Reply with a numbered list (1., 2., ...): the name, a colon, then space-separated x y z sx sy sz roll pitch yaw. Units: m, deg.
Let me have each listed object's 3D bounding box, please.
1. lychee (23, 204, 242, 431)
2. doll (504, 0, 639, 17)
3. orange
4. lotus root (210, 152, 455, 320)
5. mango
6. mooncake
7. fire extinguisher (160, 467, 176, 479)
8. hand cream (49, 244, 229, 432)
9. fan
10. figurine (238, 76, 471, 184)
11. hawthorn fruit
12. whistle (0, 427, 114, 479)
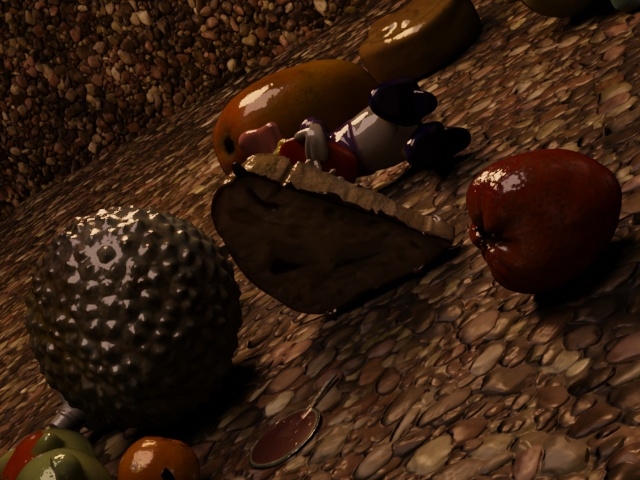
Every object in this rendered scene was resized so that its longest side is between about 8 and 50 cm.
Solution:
1. lychee: -0.217 0.091 1.291 0.255 0.255 0.274 -30 32 15
2. doll: 0.409 -0.432 1.720 0.177 0.161 0.260 -44 21 -25
3. orange: -0.158 0.227 1.091 0.083 0.083 0.070 -165 85 -69
4. lotus root: 0.000 0.000 1.268 0.170 0.260 0.074 -62 4 24
5. mango: -0.033 -0.203 1.894 0.317 0.173 0.211 -28 -21 -16
6. mooncake: 0.185 -0.386 2.100 0.235 0.117 0.235 -29 15 8
7. fire extinguisher: -0.228 0.294 0.942 0.337 0.135 0.114 -26 25 21
8. hand cream: -0.227 0.139 1.471 0.340 0.077 0.124 -45 -20 -35
9. fan: -0.022 0.177 1.100 0.085 0.005 0.133 -14 27 51
10. figurine: 0.027 -0.134 1.626 0.421 0.154 0.193 -17 18 40
11. hawthorn fruit: 0.207 -0.021 1.026 0.138 0.133 0.133 -21 14 -12
12. whistle: -0.274 0.257 1.147 0.106 0.131 0.288 -13 8 -22
